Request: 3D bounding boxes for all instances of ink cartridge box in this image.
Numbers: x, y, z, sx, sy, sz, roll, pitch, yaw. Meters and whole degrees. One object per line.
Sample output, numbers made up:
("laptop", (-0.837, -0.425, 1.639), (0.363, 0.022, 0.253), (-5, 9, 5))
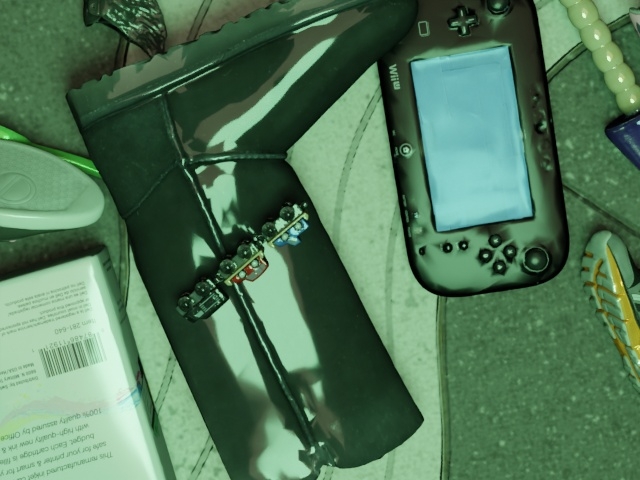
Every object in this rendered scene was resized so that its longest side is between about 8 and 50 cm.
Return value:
("ink cartridge box", (-0.273, 0.167, 1.194), (0.201, 0.117, 0.278), (-16, 95, -3))

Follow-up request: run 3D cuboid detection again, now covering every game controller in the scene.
("game controller", (0.154, -0.103, 1.231), (0.166, 0.067, 0.319), (-10, 95, -4))

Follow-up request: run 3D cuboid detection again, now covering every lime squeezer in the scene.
("lime squeezer", (-0.314, -0.149, 1.196), (0.110, 0.059, 0.310), (-36, 96, 0))

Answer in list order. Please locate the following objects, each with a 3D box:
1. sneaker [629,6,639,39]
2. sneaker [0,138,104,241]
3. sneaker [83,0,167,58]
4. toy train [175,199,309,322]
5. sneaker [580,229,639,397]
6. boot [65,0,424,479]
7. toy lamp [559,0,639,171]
("sneaker", (0.424, -0.306, 1.191), (0.131, 0.112, 0.319), (31, 87, -30))
("sneaker", (-0.358, -0.014, 1.170), (0.296, 0.104, 0.147), (3, 133, -7))
("sneaker", (-0.219, -0.252, 1.197), (0.170, 0.051, 0.089), (26, 88, -9))
("toy train", (-0.067, 0.021, 1.113), (0.158, 0.027, 0.036), (-41, 99, 8))
("sneaker", (0.341, 0.078, 1.257), (0.083, 0.084, 0.215), (-29, 106, -4))
("boot", (-0.002, 0.001, 1.182), (0.367, 0.146, 0.445), (-22, 94, 7))
("toy lamp", (0.287, -0.193, 1.230), (0.080, 0.080, 0.274), (-31, 94, -1))
